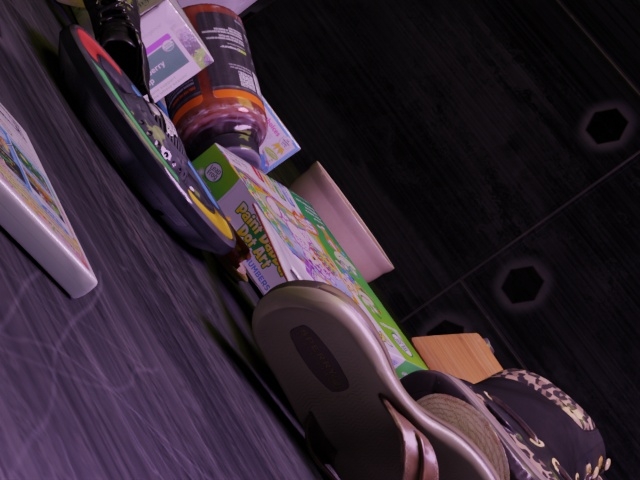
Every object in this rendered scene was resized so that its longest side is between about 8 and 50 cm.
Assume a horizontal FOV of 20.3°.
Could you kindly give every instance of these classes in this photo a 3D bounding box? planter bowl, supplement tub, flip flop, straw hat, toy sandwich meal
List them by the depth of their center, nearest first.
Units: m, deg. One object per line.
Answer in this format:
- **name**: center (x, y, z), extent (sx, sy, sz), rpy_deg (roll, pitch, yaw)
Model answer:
- **flip flop**: center (0.040, 0.151, 1.309), extent (0.277, 0.112, 0.080), rpy_deg (56, 28, -19)
- **toy sandwich meal**: center (-0.083, 0.001, 1.619), extent (0.085, 0.029, 0.085), rpy_deg (54, 3, -4)
- **straw hat**: center (0.103, 0.219, 1.672), extent (0.061, 0.144, 0.144), rpy_deg (-19, 67, -44)
- **supplement tub**: center (-0.116, -0.154, 1.934), extent (0.106, 0.106, 0.198), rpy_deg (50, 21, -53)
- **planter bowl**: center (0.000, 0.000, 2.172), extent (0.162, 0.109, 0.162), rpy_deg (53, 3, -4)

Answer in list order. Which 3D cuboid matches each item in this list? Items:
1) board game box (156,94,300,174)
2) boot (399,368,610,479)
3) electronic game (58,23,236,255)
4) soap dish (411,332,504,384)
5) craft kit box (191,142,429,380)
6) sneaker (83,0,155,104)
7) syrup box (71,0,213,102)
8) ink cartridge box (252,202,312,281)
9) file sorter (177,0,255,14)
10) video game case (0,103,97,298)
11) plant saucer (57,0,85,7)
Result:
- **board game box**: center (-0.109, -0.138, 2.082), extent (0.154, 0.103, 0.026), rpy_deg (54, 3, -21)
- **boot**: center (0.235, 0.282, 1.823), extent (0.377, 0.138, 0.284), rpy_deg (50, 19, 14)
- **electronic game**: center (-0.142, -0.083, 1.480), extent (0.229, 0.048, 0.229), rpy_deg (54, 3, -5)
- **soap dish**: center (0.216, 0.266, 2.148), extent (0.291, 0.118, 0.229), rpy_deg (58, -6, 39)
- **craft kit box**: center (-0.012, 0.036, 1.820), extent (0.246, 0.061, 0.250), rpy_deg (58, 12, 23)
- **sneaker**: center (-0.188, -0.189, 1.676), extent (0.089, 0.051, 0.170), rpy_deg (162, -86, -86)
- **syrup box**: center (-0.201, -0.240, 1.888), extent (0.096, 0.093, 0.237), rpy_deg (53, 3, -36)
- **ink cartridge box**: center (0.010, 0.117, 1.503), extent (0.239, 0.060, 0.275), rpy_deg (52, 4, -24)
- **file sorter**: center (-0.228, -0.384, 2.193), extent (0.278, 0.193, 0.173), rpy_deg (55, 6, 21)
- **video game case**: center (-0.179, -0.059, 0.906), extent (0.157, 0.019, 0.143), rpy_deg (52, 4, -45)
- **plant saucer**: center (-0.295, -0.318, 1.753), extent (0.188, 0.045, 0.188), rpy_deg (56, 3, 24)
